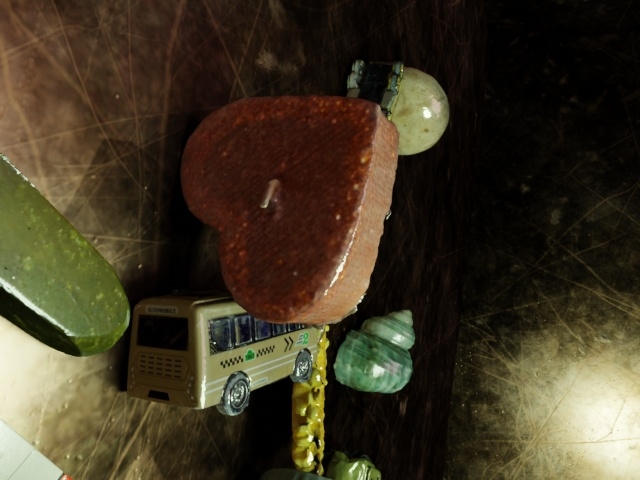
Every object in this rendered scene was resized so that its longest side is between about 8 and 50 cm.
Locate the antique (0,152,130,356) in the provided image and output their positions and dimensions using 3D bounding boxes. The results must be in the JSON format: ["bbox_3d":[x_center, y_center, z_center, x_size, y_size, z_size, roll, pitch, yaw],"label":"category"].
[{"bbox_3d":[-0.262,0.028,0.430,0.220,0.080,0.081,64,38,-45],"label":"antique"}]

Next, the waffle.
[{"bbox_3d":[-0.017,0.281,0.896,0.329,0.062,0.328,1,90,-87],"label":"waffle"}]

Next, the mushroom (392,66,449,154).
[{"bbox_3d":[0.268,-0.367,1.310,0.195,0.189,0.253,-60,147,-37],"label":"mushroom"}]

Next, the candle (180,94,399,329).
[{"bbox_3d":[-0.029,-0.063,0.588,0.316,0.287,0.131,62,16,22],"label":"candle"}]

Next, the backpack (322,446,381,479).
[{"bbox_3d":[0.065,0.610,1.113,0.253,0.140,0.206,62,40,-57],"label":"backpack"}]

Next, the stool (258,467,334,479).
[{"bbox_3d":[-0.044,0.578,0.736,0.329,0.298,0.297,-67,148,-42],"label":"stool"}]

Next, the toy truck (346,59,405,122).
[{"bbox_3d":[0.121,-0.302,1.105,0.157,0.124,0.272,75,28,-53],"label":"toy truck"}]

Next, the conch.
[{"bbox_3d":[0.157,0.291,1.227,0.277,0.195,0.220,-44,107,-19],"label":"conch"}]

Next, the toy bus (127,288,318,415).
[{"bbox_3d":[-0.121,0.139,0.670,0.290,0.140,0.157,3,86,-60],"label":"toy bus"}]

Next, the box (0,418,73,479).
[{"bbox_3d":[-0.299,0.241,0.426,0.100,0.048,0.152,-57,140,-41],"label":"box"}]
